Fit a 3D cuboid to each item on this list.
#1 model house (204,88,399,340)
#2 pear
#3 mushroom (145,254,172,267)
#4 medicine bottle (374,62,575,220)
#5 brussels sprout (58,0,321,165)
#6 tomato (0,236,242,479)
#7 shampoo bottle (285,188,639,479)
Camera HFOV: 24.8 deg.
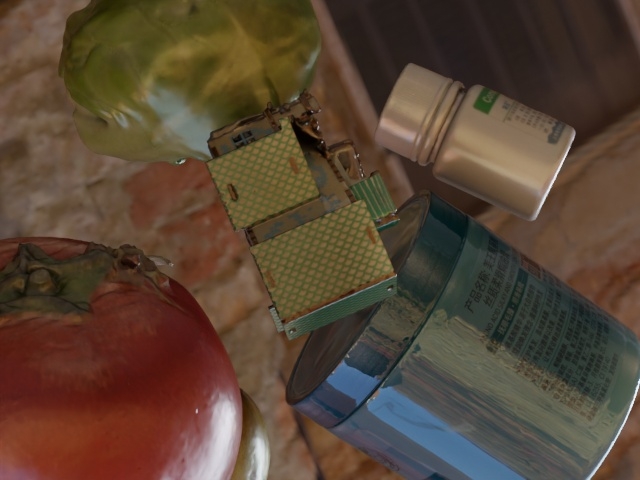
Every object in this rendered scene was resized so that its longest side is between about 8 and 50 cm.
[{"bbox_3d":[0.000,0.000,1.571,0.178,0.271,0.206,-20,-144,-4],"label":"model house"},{"bbox_3d":[-0.155,0.272,1.856,0.200,0.200,0.200,-22,-168,5],"label":"pear"},{"bbox_3d":[-0.298,0.040,2.269,0.068,0.043,0.306,-27,-174,-18],"label":"mushroom"},{"bbox_3d":[0.198,-0.131,1.889,0.237,0.139,0.139,25,-154,9],"label":"medicine bottle"},{"bbox_3d":[-0.152,-0.217,1.743,0.328,0.247,0.328,-17,-163,5],"label":"brussels sprout"},{"bbox_3d":[-0.226,0.155,1.256,0.322,0.321,0.321,-22,-168,5],"label":"tomato"},{"bbox_3d":[0.186,0.160,1.874,0.331,0.343,0.331,-56,-172,12],"label":"shampoo bottle"}]
